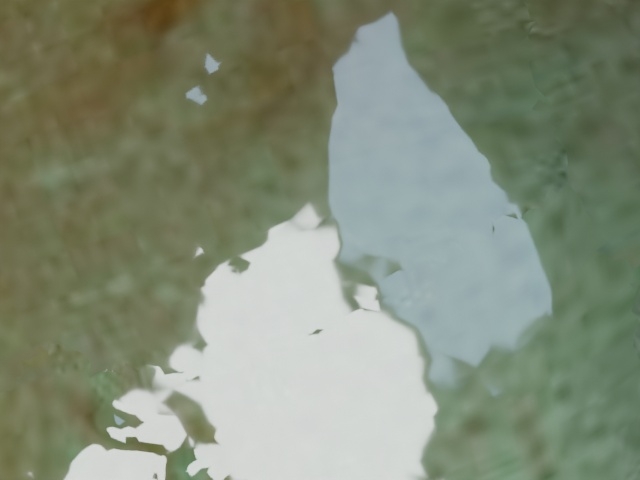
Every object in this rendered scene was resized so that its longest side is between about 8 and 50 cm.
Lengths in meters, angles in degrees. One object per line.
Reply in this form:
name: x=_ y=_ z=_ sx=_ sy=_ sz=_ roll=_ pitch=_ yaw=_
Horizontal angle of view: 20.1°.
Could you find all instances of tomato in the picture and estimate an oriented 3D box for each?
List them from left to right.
tomato: x=0.000 y=0.000 z=0.425 sx=0.303 sy=0.239 sz=0.303 roll=0 pitch=101 yaw=1
